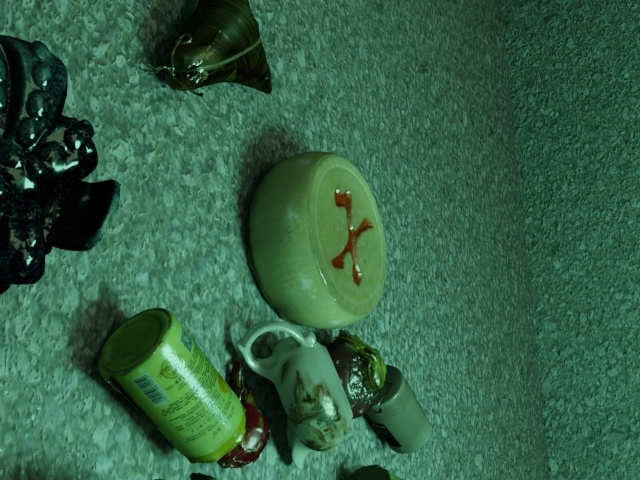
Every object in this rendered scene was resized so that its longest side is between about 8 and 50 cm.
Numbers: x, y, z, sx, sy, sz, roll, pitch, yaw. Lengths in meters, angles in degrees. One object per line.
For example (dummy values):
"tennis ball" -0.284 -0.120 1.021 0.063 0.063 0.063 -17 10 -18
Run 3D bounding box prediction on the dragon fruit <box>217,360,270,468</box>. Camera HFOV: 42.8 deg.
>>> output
"dragon fruit" -0.123 0.279 1.301 0.094 0.094 0.190 56 25 -37

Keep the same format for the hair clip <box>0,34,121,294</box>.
"hair clip" -0.351 -0.066 0.897 0.206 0.195 0.310 47 44 -36

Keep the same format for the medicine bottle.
"medicine bottle" -0.198 0.212 1.150 0.238 0.124 0.124 60 35 -34

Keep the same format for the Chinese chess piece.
"Chinese chess piece" 0.000 0.000 1.548 0.338 0.141 0.337 28 58 -56

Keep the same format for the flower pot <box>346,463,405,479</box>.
"flower pot" 0.135 0.547 1.600 0.203 0.212 0.212 42 45 -28

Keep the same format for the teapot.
"teapot" -0.034 0.258 1.408 0.204 0.139 0.298 -116 -175 -70

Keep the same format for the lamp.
"lamp" 0.063 0.266 1.583 0.156 0.135 0.157 -56 132 -51

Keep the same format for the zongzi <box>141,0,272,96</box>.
"zongzi" -0.162 -0.277 1.385 0.241 0.111 0.247 64 37 -40

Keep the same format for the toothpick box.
"toothpick box" 0.158 0.362 1.753 0.180 0.111 0.111 60 35 -35

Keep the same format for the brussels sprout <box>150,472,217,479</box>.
"brussels sprout" -0.198 0.385 0.945 0.294 0.260 0.227 45 45 -44
